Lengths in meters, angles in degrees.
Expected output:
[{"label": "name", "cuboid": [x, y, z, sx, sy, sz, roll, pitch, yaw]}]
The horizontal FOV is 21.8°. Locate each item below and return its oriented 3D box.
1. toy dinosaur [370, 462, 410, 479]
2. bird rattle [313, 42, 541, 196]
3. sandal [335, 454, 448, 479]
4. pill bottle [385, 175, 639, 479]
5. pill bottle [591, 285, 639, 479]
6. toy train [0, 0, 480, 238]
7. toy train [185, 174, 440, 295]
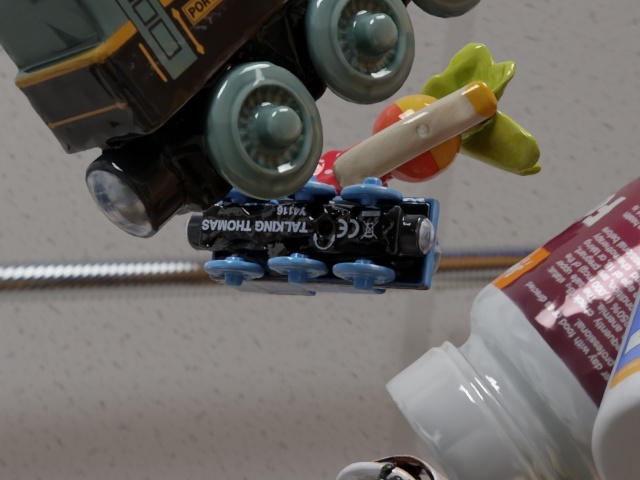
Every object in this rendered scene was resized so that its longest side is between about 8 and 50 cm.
[{"label": "toy dinosaur", "cuboid": [0.066, 0.238, 1.219, 0.268, 0.064, 0.118, 20, -64, 12]}, {"label": "bird rattle", "cuboid": [0.076, -0.096, 1.552, 0.254, 0.207, 0.143, -19, -94, -2]}, {"label": "sandal", "cuboid": [0.088, 0.260, 1.594, 0.076, 0.102, 0.265, -61, -29, -26]}, {"label": "pill bottle", "cuboid": [0.263, 0.079, 1.336, 0.392, 0.224, 0.224, -35, -62, -1]}, {"label": "pill bottle", "cuboid": [0.280, 0.056, 1.086, 0.152, 0.152, 0.272, 58, -140, -27]}, {"label": "toy train", "cuboid": [-0.038, -0.154, 0.961, 0.334, 0.142, 0.190, -47, -66, -29]}, {"label": "toy train", "cuboid": [0.000, 0.000, 1.155, 0.105, 0.184, 0.080, 27, -114, -63]}]
